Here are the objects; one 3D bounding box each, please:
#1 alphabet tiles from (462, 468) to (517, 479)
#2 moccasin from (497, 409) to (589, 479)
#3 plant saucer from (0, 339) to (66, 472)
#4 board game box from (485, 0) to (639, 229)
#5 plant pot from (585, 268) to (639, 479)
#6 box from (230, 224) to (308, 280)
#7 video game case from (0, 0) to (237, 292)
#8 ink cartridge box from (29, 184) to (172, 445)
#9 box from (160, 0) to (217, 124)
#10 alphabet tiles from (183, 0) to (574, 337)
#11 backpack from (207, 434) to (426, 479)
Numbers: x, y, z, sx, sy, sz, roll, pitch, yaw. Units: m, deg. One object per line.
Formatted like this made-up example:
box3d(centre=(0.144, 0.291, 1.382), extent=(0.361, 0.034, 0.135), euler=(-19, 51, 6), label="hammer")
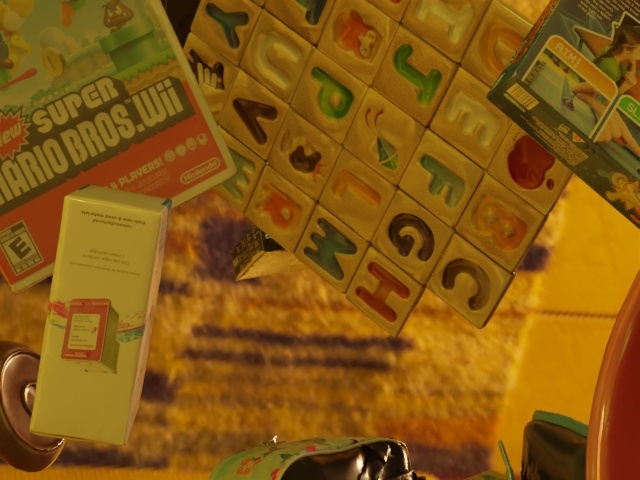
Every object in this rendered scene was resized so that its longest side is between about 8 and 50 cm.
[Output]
box3d(centre=(0.096, 0.256, 1.116), extent=(0.237, 0.198, 0.009), euler=(-16, 102, -21), label="alphabet tiles")
box3d(centre=(0.179, 0.191, 0.925), extent=(0.137, 0.342, 0.117), euler=(25, 85, 8), label="moccasin")
box3d(centre=(-0.360, 0.199, 1.635), extent=(0.029, 0.168, 0.168), euler=(-22, 125, 22), label="plant saucer")
box3d(centre=(0.209, -0.070, 0.777), extent=(0.201, 0.035, 0.136), euler=(40, 61, -7), label="board game box")
box3d(centre=(0.215, 0.072, 0.414), extent=(0.180, 0.201, 0.201), euler=(23, 112, -25), label="plant pot")
box3d(centre=(0.000, 0.000, 1.556), extent=(0.184, 0.190, 0.045), euler=(-7, 80, -14), label="box")
box3d(centre=(-0.207, -0.131, 1.006), extent=(0.204, 0.025, 0.285), euler=(-30, 107, -18), label="video game case")
box3d(centre=(-0.113, 0.037, 0.698), extent=(0.052, 0.088, 0.122), euler=(11, 96, -4), label="ink cartridge box")
box3d(centre=(-0.234, -0.366, 1.415), extent=(0.480, 0.297, 0.472), euler=(-46, 143, 8), label="box")
box3d(centre=(0.030, -0.096, 1.034), extent=(0.011, 0.342, 0.285), euler=(-26, 149, -52), label="alphabet tiles")
box3d(centre=(-0.021, 0.313, 1.368), extent=(0.253, 0.191, 0.225), euler=(3, 81, -58), label="backpack")
